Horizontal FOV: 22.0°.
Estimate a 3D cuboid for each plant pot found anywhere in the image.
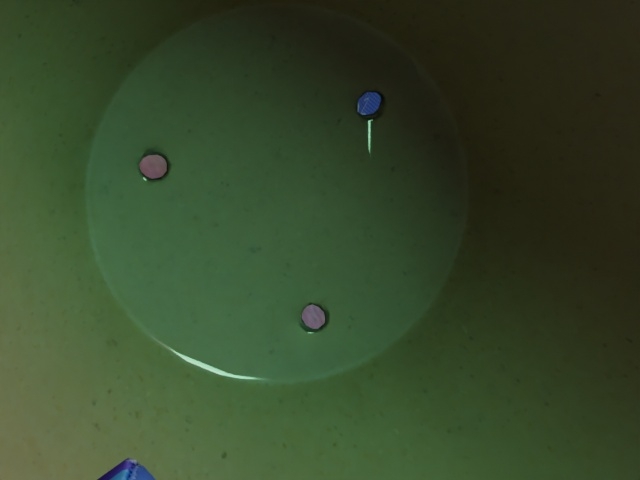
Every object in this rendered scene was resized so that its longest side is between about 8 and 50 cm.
[{"bbox_3d":[0.000,0.000,0.486,0.284,0.284,0.191,48,1,-12],"label":"plant pot"}]

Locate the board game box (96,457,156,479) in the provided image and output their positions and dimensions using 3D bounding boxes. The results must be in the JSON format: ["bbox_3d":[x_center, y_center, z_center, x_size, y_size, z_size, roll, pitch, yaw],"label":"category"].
[{"bbox_3d":[0.028,0.238,0.310,0.347,0.078,0.233,50,18,-13],"label":"board game box"}]

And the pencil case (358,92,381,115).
[{"bbox_3d":[-0.029,-0.173,0.774,0.133,0.119,0.306,-10,64,-36],"label":"pencil case"}]
